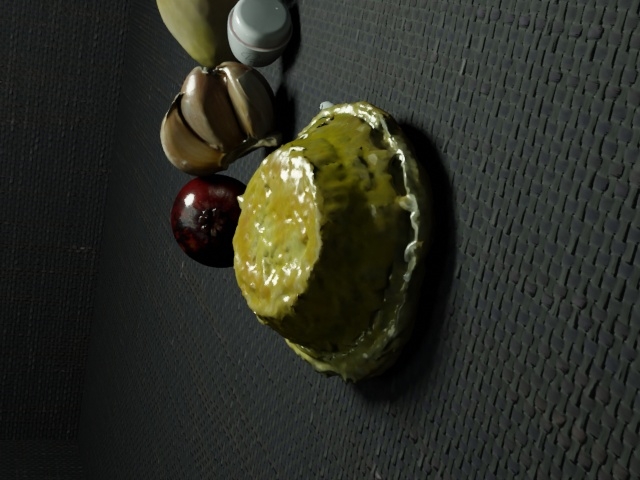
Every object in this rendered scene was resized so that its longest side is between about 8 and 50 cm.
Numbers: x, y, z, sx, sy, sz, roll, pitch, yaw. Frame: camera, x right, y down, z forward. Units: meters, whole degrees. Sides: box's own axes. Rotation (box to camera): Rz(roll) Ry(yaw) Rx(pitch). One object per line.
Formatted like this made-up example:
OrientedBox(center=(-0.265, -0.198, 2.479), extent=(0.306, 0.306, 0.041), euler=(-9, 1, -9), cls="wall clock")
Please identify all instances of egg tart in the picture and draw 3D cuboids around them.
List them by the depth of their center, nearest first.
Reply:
OrientedBox(center=(0.000, 0.000, 1.214), extent=(0.388, 0.169, 0.387), euler=(-11, 77, 58), cls="egg tart")

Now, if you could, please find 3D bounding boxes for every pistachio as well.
OrientedBox(center=(-0.239, -0.500, 1.917), extent=(0.166, 0.197, 0.288), euler=(-105, -5, -57), cls="pistachio")

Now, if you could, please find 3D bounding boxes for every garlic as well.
OrientedBox(center=(-0.181, -0.223, 1.681), extent=(0.191, 0.214, 0.160), euler=(60, -162, -6), cls="garlic")

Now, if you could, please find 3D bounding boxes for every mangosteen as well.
OrientedBox(center=(-0.192, -0.037, 1.731), extent=(0.200, 0.200, 0.199), euler=(-175, 90, -69), cls="mangosteen")

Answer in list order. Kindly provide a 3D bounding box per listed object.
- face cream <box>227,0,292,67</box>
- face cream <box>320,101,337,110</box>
OrientedBox(center=(-0.111, -0.378, 1.668), extent=(0.104, 0.117, 0.117), euler=(115, 153, -61), cls="face cream")
OrientedBox(center=(0.027, -0.173, 1.377), extent=(0.130, 0.034, 0.034), euler=(-117, 38, -52), cls="face cream")
